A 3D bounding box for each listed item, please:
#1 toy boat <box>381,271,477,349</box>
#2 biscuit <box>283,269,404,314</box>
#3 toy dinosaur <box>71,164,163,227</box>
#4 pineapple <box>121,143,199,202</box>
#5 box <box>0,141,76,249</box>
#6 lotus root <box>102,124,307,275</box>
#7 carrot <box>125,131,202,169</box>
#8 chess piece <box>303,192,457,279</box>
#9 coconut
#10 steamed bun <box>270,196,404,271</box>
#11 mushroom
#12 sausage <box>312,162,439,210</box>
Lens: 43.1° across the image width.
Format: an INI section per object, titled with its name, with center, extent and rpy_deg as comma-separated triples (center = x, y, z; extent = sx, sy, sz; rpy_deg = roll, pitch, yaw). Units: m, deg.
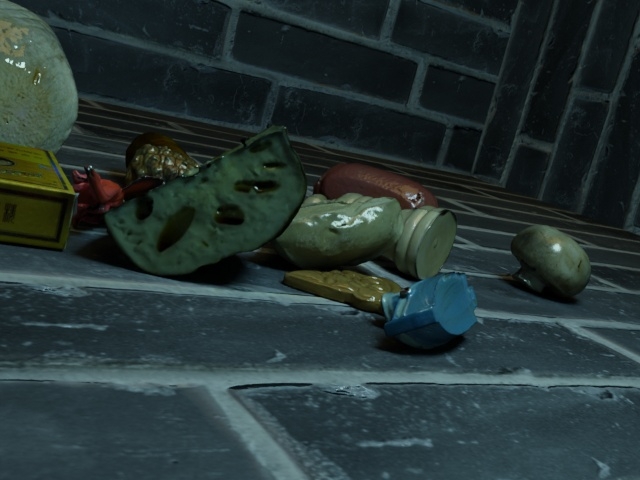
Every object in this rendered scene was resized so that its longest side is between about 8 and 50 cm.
[toy boat]
center = 0.133, 0.098, 1.068
extent = 0.102, 0.088, 0.215
rpy_deg = -19, -4, 26
[biscuit]
center = 0.066, 0.074, 1.197
extent = 0.250, 0.035, 0.162
rpy_deg = 10, 8, -15
[toy dinosaur]
center = -0.284, -0.072, 1.160
extent = 0.138, 0.070, 0.286
rpy_deg = -10, -5, -24
[pineapple]
center = -0.201, -0.072, 1.355
extent = 0.248, 0.128, 0.128
rpy_deg = 20, 12, 5
[box]
center = -0.461, -0.078, 1.129
extent = 0.192, 0.084, 0.301
rpy_deg = 8, 13, -26
[lotus root]
center = -0.149, -0.048, 1.168
extent = 0.267, 0.149, 0.260
rpy_deg = -25, 7, -2
[carrot]
center = -0.302, -0.138, 1.568
extent = 0.114, 0.114, 0.302
rpy_deg = 8, 14, -29
[chess piece]
center = 0.086, -0.025, 1.509
extent = 0.307, 0.139, 0.124
rpy_deg = 16, -8, 35
[coconut]
center = -0.568, -0.264, 1.414
extent = 0.328, 0.329, 0.329
rpy_deg = 14, 11, -3
[steamed bun]
center = 0.029, -0.006, 1.317
extent = 0.212, 0.111, 0.231
rpy_deg = -7, 11, 11
[mushroom]
center = 0.442, 0.046, 1.569
extent = 0.166, 0.127, 0.166
rpy_deg = 37, 7, -5
[sausage]
center = 0.110, -0.072, 1.656
extent = 0.279, 0.152, 0.152
rpy_deg = 19, 12, 26
